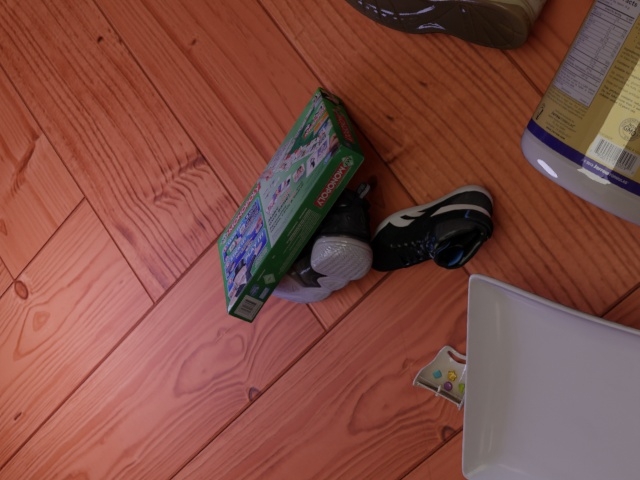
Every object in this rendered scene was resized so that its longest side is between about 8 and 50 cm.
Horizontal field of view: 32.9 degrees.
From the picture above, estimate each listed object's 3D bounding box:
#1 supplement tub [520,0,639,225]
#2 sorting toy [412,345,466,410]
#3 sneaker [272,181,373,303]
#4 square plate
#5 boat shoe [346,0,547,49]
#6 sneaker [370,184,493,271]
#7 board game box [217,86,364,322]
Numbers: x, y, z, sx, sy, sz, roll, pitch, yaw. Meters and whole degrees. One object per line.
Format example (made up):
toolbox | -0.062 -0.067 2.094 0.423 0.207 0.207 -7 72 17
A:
supplement tub | 0.418 -0.201 1.320 0.241 0.241 0.331 34 108 26
sorting toy | 0.191 0.197 1.594 0.083 0.045 0.075 27 98 28
sneaker | 0.000 0.000 1.671 0.268 0.101 0.153 -27 45 54
square plate | 0.345 0.235 1.431 0.347 0.049 0.344 20 124 36
boat shoe | 0.164 -0.368 1.557 0.341 0.122 0.110 23 67 26
sneaker | 0.147 0.006 1.555 0.217 0.121 0.079 -31 115 28
board game box | -0.054 -0.057 1.656 0.317 0.046 0.213 -55 24 22
